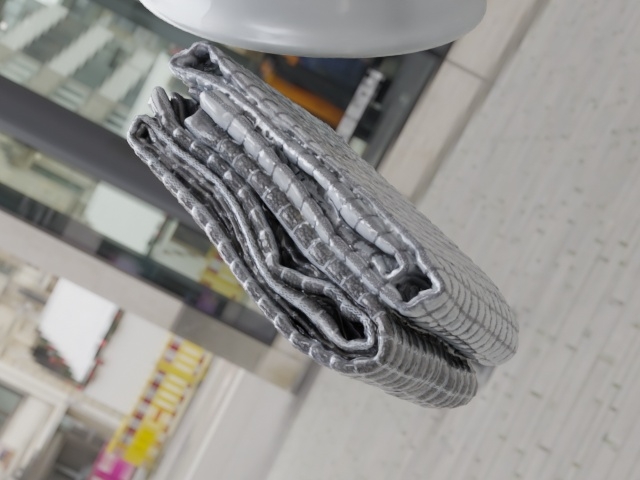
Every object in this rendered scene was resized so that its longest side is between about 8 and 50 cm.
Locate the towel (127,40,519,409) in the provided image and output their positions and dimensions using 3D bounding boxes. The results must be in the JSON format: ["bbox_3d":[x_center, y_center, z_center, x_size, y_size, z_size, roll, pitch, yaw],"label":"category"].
[{"bbox_3d":[0.000,0.000,1.086,0.121,0.284,0.235,-48,-25,6],"label":"towel"}]

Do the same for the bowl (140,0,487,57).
[{"bbox_3d":[-0.005,-0.264,1.189,0.298,0.298,0.134,-69,-15,-59],"label":"bowl"}]
